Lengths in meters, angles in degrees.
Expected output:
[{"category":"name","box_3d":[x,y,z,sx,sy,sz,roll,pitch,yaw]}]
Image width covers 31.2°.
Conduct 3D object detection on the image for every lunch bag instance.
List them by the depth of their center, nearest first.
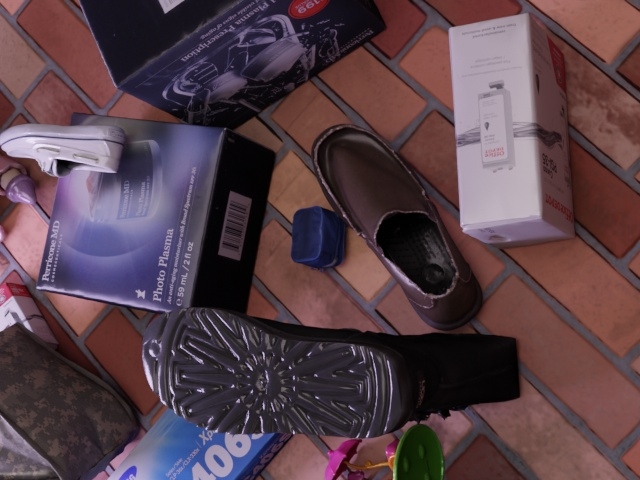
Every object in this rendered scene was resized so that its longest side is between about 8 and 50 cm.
[{"category":"lunch bag","box_3d":[0.000,0.000,1.764,0.067,0.065,0.098,-6,76,43]},{"category":"lunch bag","box_3d":[-0.455,0.289,1.798,0.287,0.235,0.169,32,112,10]}]

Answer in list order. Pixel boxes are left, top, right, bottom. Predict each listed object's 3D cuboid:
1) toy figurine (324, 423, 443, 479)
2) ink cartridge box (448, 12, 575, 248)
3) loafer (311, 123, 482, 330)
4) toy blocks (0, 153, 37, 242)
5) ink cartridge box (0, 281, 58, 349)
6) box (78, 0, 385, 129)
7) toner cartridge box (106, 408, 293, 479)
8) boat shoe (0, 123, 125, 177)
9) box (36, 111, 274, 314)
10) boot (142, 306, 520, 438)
[{"category":"toy figurine","box_3d":[0.084,0.350,1.666,0.159,0.130,0.173,-4,104,36]},{"category":"ink cartridge box","box_3d":[0.270,-0.144,1.593,0.117,0.207,0.283,-7,79,24]},{"category":"loafer","box_3d":[0.113,-0.040,1.676,0.134,0.130,0.366,-37,72,-3]},{"category":"toy blocks","box_3d":[-0.655,-0.030,1.933,0.260,0.288,0.309,39,94,29]},{"category":"ink cartridge box","box_3d":[-0.530,0.155,1.975,0.099,0.056,0.135,-41,68,12]},{"category":"box","box_3d":[-0.126,-0.348,1.742,0.343,0.312,0.179,-31,71,17]},{"category":"toner cartridge box","box_3d":[-0.203,0.356,1.790,0.165,0.075,0.348,44,100,24]},{"category":"boat shoe","box_3d":[-0.406,-0.135,1.762,0.226,0.083,0.076,-1,79,29]},{"category":"box","box_3d":[-0.263,-0.032,1.824,0.294,0.183,0.296,8,84,26]},{"category":"boot","box_3d":[0.034,0.163,1.520,0.367,0.445,0.146,11,96,27]}]
